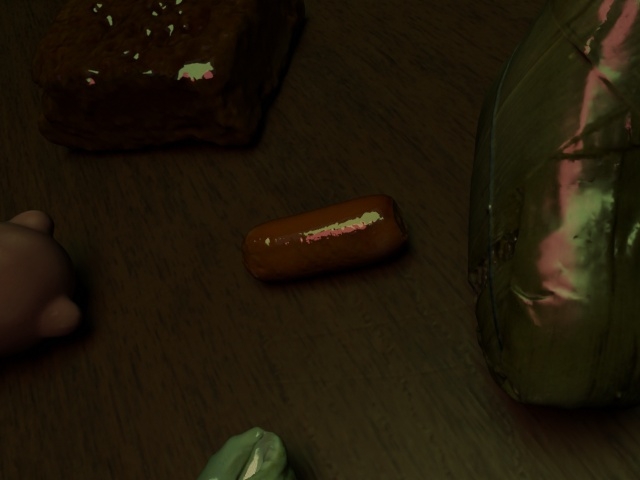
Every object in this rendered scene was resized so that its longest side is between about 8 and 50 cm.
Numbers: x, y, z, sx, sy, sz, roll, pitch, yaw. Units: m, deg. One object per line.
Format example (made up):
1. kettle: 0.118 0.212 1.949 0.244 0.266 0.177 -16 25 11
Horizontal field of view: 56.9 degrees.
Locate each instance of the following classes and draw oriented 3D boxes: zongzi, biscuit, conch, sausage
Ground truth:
1. zongzi: 0.229 -0.072 0.441 0.174 0.393 0.356 11 61 1
2. biscuit: -0.248 -0.308 0.942 0.394 0.166 0.343 1 57 21
3. conch: -0.066 0.248 0.495 0.116 0.106 0.173 -17 35 19
4. sausage: 0.000 0.000 0.670 0.197 0.076 0.076 -13 51 14

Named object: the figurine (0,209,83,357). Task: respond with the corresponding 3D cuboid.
1. figurine: -0.388 0.057 0.720 0.173 0.173 0.173 -11 52 14
